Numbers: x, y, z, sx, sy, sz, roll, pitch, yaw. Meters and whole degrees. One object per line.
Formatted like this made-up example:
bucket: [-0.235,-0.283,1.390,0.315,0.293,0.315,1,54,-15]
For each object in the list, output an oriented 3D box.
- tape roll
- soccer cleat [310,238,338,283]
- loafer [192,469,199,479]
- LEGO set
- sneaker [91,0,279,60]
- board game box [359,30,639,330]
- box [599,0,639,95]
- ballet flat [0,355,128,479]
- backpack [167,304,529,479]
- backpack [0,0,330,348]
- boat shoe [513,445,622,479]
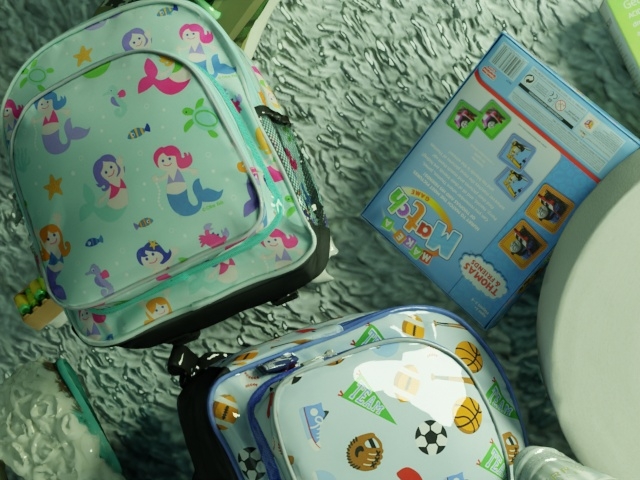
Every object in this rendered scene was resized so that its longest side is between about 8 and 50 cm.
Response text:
tape roll: [0.379,0.077,0.939,0.392,0.072,0.392,0,107,0]
soccer cleat: [0.000,0.000,1.060,0.035,0.029,0.083,4,94,-2]
loafer: [-0.092,0.240,1.044,0.078,0.076,0.223,-15,92,-2]
LEGO set: [-0.165,0.002,1.031,0.287,0.107,0.132,-8,84,9]
sneaker: [-0.092,-0.253,0.992,0.158,0.182,0.410,42,94,5]
board game box: [0.158,-0.051,0.998,0.160,0.039,0.211,44,108,17]
box: [0.423,-0.120,1.000,0.232,0.058,0.322,-25,89,6]
ballet flat: [-0.184,0.290,1.000,0.147,0.147,0.409,-41,70,5]
backpack: [0.043,0.175,0.950,0.263,0.213,0.277,-22,94,-30]
backpack: [-0.133,-0.059,0.888,0.225,0.191,0.254,-23,76,8]
boat shoe: [0.255,0.282,0.939,0.118,0.103,0.320,-44,128,-5]
